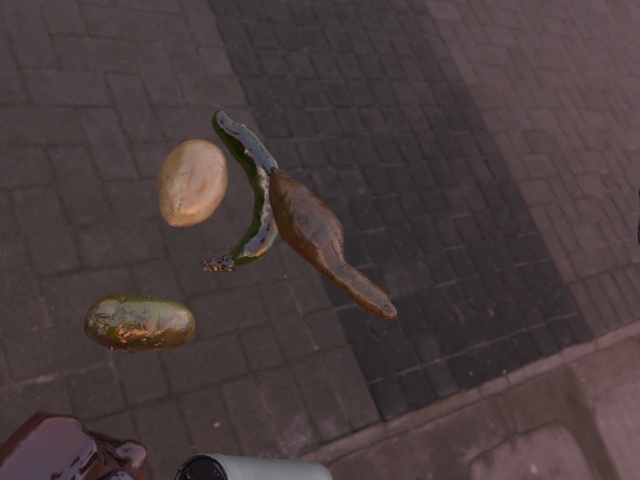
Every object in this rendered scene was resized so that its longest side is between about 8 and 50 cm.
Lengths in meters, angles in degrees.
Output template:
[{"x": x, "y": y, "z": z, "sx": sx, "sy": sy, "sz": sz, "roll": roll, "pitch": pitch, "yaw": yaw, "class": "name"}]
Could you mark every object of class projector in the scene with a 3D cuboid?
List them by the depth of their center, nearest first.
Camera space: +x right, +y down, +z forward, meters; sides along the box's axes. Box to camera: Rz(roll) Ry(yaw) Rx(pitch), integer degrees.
[{"x": -0.098, "y": 0.409, "z": 1.191, "sx": 0.337, "sy": 0.108, "sz": 0.108, "roll": 31, "pitch": 41, "yaw": -56, "class": "projector"}]

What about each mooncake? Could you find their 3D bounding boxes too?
[{"x": -0.429, "y": 0.419, "z": 1.178, "sx": 0.174, "sy": 0.334, "sz": 0.326, "roll": 19, "pitch": 15, "yaw": 18, "class": "mooncake"}]

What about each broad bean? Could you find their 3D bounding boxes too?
[{"x": -0.131, "y": -0.078, "z": 1.277, "sx": 0.144, "sy": 0.292, "sz": 0.049, "roll": 4, "pitch": 13, "yaw": -7, "class": "broad bean"}]

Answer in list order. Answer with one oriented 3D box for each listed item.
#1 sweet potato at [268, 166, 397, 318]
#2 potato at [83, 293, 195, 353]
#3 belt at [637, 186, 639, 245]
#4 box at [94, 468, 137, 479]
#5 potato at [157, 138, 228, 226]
[{"x": 0.000, "y": 0.002, "z": 0.950, "sx": 0.074, "sy": 0.075, "sz": 0.269, "roll": -24, "pitch": 69, "yaw": -44, "class": "sweet potato"}, {"x": -0.370, "y": 0.178, "z": 1.518, "sx": 0.251, "sy": 0.149, "sz": 0.113, "roll": 19, "pitch": 42, "yaw": -38, "class": "potato"}, {"x": 0.451, "y": -0.001, "z": 0.767, "sx": 0.295, "sy": 0.206, "sz": 0.161, "roll": 41, "pitch": 50, "yaw": -17, "class": "belt"}, {"x": -0.247, "y": 0.422, "z": 1.004, "sx": 0.230, "sy": 0.160, "sz": 0.050, "roll": 47, "pitch": 33, "yaw": -12, "class": "box"}, {"x": -0.205, "y": -0.091, "z": 1.176, "sx": 0.112, "sy": 0.112, "sz": 0.147, "roll": 20, "pitch": 93, "yaw": -26, "class": "potato"}]
